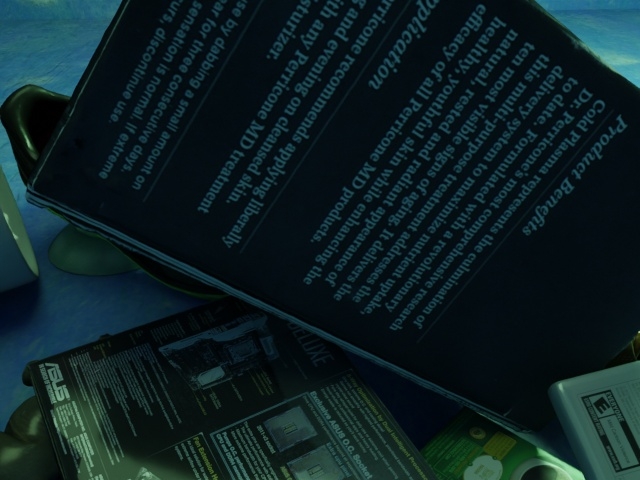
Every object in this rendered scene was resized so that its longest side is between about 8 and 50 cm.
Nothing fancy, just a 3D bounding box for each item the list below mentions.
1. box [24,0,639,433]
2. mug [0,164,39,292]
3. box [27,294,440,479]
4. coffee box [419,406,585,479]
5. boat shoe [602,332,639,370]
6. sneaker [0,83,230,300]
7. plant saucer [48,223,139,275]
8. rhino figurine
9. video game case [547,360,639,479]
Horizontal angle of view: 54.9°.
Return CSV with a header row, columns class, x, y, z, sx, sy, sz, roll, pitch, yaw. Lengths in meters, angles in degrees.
class,x,y,z,sx,sy,sz,roll,pitch,yaw
box,0.046,-0.134,0.635,0.471,0.297,0.480,30,19,-22
mug,-0.565,-0.020,0.765,0.328,0.276,0.374,-21,5,-20
box,-0.059,0.183,0.476,0.242,0.077,0.307,-18,48,-28
coffee box,0.166,0.223,0.509,0.184,0.040,0.113,24,38,36
boat shoe,0.307,0.122,0.619,0.307,0.104,0.110,22,36,34
sneaker,-0.223,-0.069,0.799,0.482,0.202,0.185,19,64,14
plant saucer,-0.315,-0.013,0.937,0.194,0.037,0.195,0,30,0
rhino figurine,-0.244,0.159,0.596,0.106,0.073,0.243,8,29,23
video game case,0.310,0.191,0.455,0.206,0.026,0.227,-12,61,-8
